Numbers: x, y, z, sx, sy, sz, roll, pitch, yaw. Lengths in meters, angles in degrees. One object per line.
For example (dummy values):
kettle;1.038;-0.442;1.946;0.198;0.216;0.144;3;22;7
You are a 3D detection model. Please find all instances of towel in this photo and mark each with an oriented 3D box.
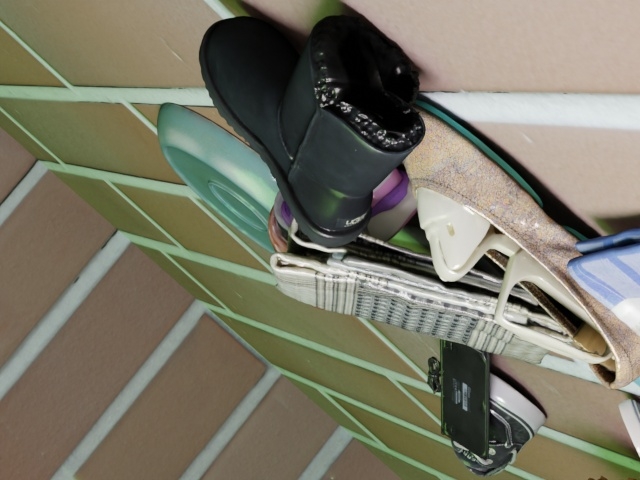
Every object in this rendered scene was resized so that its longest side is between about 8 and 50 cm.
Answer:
towel;0.338;0.090;1.287;0.285;0.034;0.209;41;161;-12
towel;0.102;0.063;1.657;0.312;0.056;0.324;17;170;1

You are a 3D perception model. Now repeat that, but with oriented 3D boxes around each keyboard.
keyboard;0.174;0.183;2.068;0.108;0.023;0.180;30;137;37

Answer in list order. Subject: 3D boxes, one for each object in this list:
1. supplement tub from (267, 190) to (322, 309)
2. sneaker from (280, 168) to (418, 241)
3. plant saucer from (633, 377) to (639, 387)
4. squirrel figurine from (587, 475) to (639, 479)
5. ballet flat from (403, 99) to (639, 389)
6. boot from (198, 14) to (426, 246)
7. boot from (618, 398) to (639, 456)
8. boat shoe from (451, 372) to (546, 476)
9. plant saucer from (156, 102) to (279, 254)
supplement tub;0.000;0.000;1.871;0.106;0.106;0.198;34;167;22
sneaker;0.015;-0.057;1.663;0.104;0.095;0.236;47;161;-16
plant saucer;0.342;0.134;1.548;0.067;0.018;0.192;39;170;-4
squirrel figurine;0.432;0.408;1.895;0.397;0.281;0.370;54;178;-4
ballet flat;0.162;0.011;1.399;0.316;0.106;0.107;39;168;1
boot;-0.007;-0.136;1.410;0.246;0.094;0.207;60;155;17
boot;0.385;0.234;1.710;0.190;0.086;0.069;64;-171;24
boat shoe;0.220;0.251;2.180;0.108;0.102;0.301;36;168;11
plant saucer;-0.093;-0.055;2.118;0.317;0.044;0.317;36;168;9
